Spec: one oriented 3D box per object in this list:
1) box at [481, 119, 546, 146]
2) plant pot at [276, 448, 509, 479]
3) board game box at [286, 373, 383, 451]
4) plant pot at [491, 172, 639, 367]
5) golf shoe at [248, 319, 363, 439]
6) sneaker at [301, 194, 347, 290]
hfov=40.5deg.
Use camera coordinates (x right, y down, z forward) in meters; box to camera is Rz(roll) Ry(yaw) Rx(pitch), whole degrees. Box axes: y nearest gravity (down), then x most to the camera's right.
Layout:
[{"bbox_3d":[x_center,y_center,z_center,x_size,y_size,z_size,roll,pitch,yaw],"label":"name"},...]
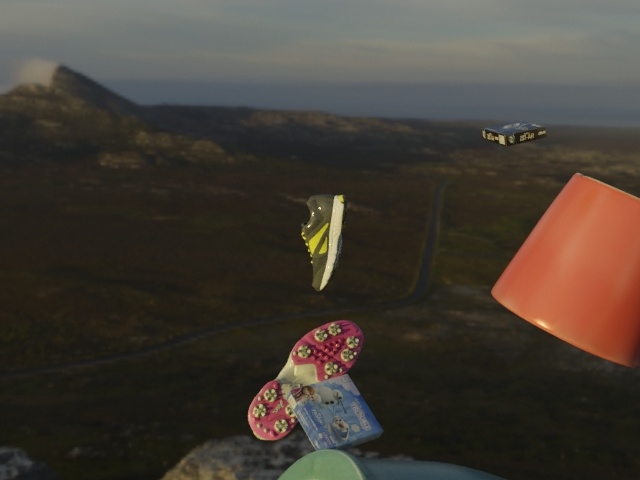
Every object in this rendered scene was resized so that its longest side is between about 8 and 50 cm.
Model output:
[{"bbox_3d":[0.290,-0.162,1.306,0.067,0.018,0.083,-13,17,-11],"label":"box"},{"bbox_3d":[0.076,0.296,0.689,0.255,0.271,0.272,30,-2,-24],"label":"plant pot"},{"bbox_3d":[0.018,0.213,1.066,0.090,0.020,0.090,-10,51,-36],"label":"board game box"},{"bbox_3d":[0.452,0.038,1.411,0.275,0.243,0.275,24,10,-5],"label":"plant pot"},{"bbox_3d":[-0.034,0.284,1.771,0.306,0.115,0.140,-42,-12,-21],"label":"golf shoe"},{"bbox_3d":[0.000,0.000,0.721,0.035,0.083,0.031,12,11,8],"label":"sneaker"}]
